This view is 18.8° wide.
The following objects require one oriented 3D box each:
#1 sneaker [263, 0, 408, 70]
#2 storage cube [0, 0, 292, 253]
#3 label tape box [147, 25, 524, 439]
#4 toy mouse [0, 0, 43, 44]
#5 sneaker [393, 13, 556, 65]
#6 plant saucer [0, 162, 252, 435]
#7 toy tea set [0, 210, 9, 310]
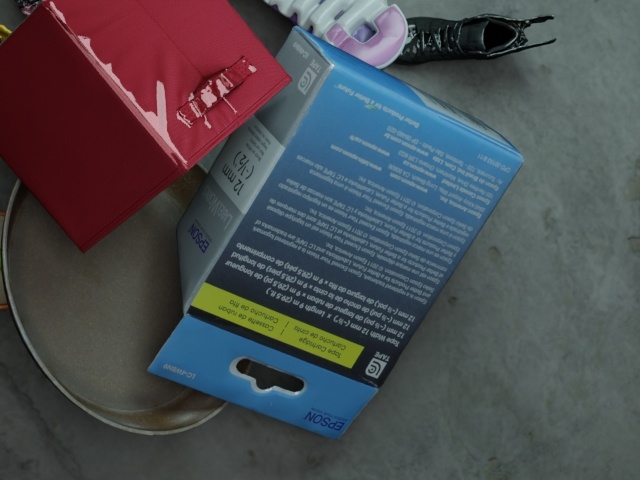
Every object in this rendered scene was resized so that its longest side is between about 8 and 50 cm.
[{"bbox_3d":[-0.009,-0.244,1.961,0.095,0.104,0.236,-42,75,-9],"label":"sneaker"},{"bbox_3d":[-0.180,-0.141,1.764,0.193,0.215,0.183,50,46,-5],"label":"storage cube"},{"bbox_3d":[0.000,0.000,1.889,0.249,0.115,0.347,23,107,-33],"label":"label tape box"},{"bbox_3d":[-0.325,-0.249,1.918,0.161,0.031,0.143,-4,90,-13],"label":"toy mouse"},{"bbox_3d":[0.150,-0.211,1.992,0.170,0.089,0.051,-2,89,-13],"label":"sneaker"},{"bbox_3d":[-0.189,0.039,1.868,0.310,0.050,0.310,18,64,-40],"label":"plant saucer"},{"bbox_3d":[-0.415,0.043,1.842,0.336,0.124,0.200,-43,97,-10],"label":"toy tea set"}]
